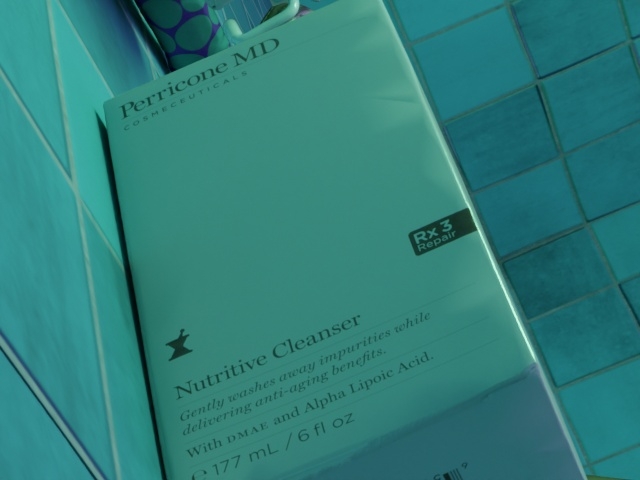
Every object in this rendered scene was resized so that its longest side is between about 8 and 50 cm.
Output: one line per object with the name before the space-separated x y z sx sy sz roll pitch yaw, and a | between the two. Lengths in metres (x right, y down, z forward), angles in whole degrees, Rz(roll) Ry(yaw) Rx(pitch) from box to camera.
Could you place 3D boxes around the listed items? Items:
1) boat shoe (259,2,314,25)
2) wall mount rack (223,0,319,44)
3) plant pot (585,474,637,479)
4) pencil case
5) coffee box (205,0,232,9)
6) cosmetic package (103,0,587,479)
boat shoe | -0.032 -0.148 2.104 0.132 0.130 0.355 -54 146 -31
wall mount rack | -0.137 -0.395 1.911 0.350 0.130 0.304 45 23 -48
plant pot | 0.227 0.315 1.370 0.323 0.280 0.323 -10 90 -82
pencil case | -0.135 -0.214 1.567 0.070 0.064 0.151 35 -17 35
coffee box | -0.081 -0.477 1.419 0.338 0.337 0.334 43 21 -46
cosmetic package | 0.005 0.033 1.056 0.385 0.217 0.156 -110 175 -47
